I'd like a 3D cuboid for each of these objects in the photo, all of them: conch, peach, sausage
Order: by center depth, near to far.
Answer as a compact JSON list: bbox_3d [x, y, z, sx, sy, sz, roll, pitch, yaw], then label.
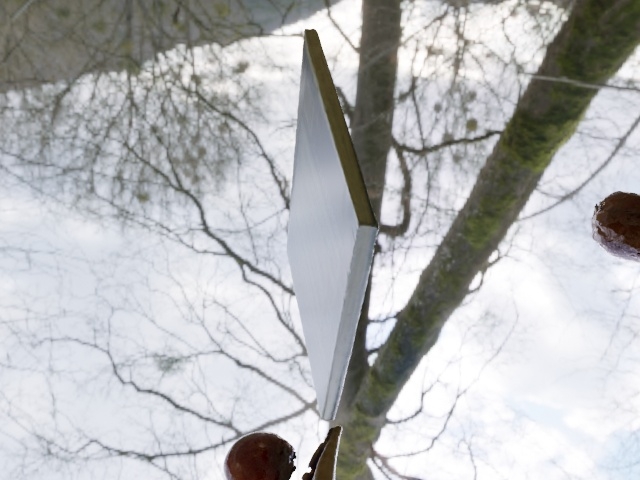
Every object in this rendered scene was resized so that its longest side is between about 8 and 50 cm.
[{"bbox_3d":[-0.006,0.368,0.919,0.093,0.109,0.330,24,-144,6],"label":"conch"},{"bbox_3d":[-0.081,0.281,0.933,0.098,0.061,0.098,-23,-150,14],"label":"peach"},{"bbox_3d":[0.518,0.002,0.937,0.330,0.102,0.102,8,-156,18],"label":"sausage"}]

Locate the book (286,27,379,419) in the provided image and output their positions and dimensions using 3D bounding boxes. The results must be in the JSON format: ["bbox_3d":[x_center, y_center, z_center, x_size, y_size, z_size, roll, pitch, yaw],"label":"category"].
[{"bbox_3d":[0.000,0.000,0.698,0.018,0.322,0.228,-6,-126,-10],"label":"book"}]
